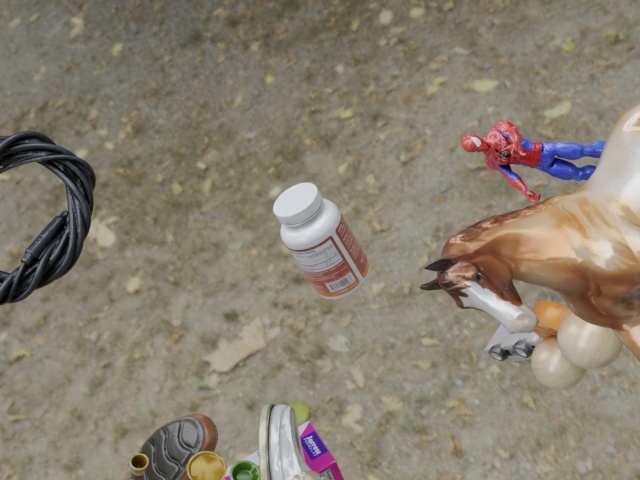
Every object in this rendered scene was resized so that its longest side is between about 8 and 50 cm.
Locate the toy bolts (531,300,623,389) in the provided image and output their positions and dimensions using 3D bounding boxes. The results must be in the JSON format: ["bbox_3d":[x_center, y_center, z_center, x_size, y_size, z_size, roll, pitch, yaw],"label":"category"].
[{"bbox_3d":[0.316,0.086,0.849,0.218,0.228,0.158,21,75,26],"label":"toy bolts"}]

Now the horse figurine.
[{"bbox_3d":[0.197,-0.016,0.449,0.174,0.066,0.263,33,67,22],"label":"horse figurine"}]

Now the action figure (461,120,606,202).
[{"bbox_3d":[0.346,-0.106,1.223,0.280,0.091,0.139,11,34,-1],"label":"action figure"}]

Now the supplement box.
[{"bbox_3d":[-0.075,0.406,1.321,0.220,0.114,0.111,-28,34,-13],"label":"supplement box"}]

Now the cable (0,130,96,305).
[{"bbox_3d":[-0.294,-0.019,0.777,0.184,0.047,0.150,-26,78,-10],"label":"cable"}]

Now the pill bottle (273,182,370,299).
[{"bbox_3d":[0.000,0.000,1.574,0.121,0.216,0.121,-21,35,15],"label":"pill bottle"}]

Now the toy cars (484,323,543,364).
[{"bbox_3d":[0.452,0.121,1.492,0.393,0.087,0.176,-47,5,29],"label":"toy cars"}]

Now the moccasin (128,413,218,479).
[{"bbox_3d":[-0.277,0.468,1.577,0.139,0.147,0.380,54,128,44],"label":"moccasin"}]

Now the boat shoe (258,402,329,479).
[{"bbox_3d":[-0.019,0.375,1.177,0.103,0.113,0.302,-13,69,9],"label":"boat shoe"}]

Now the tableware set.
[{"bbox_3d":[-0.151,0.285,0.974,0.154,0.024,0.104,13,44,-1],"label":"tableware set"}]
